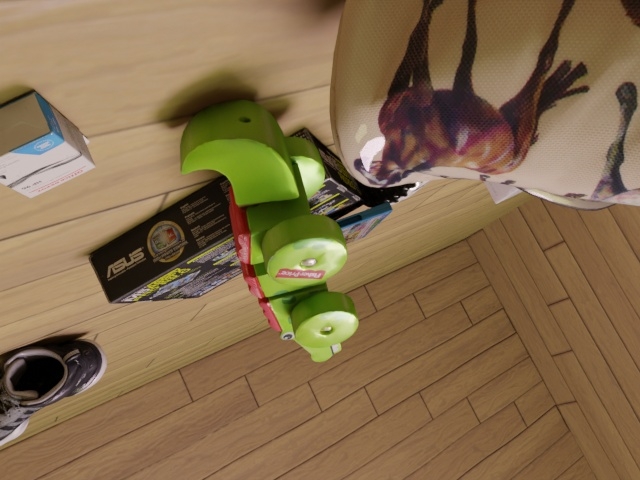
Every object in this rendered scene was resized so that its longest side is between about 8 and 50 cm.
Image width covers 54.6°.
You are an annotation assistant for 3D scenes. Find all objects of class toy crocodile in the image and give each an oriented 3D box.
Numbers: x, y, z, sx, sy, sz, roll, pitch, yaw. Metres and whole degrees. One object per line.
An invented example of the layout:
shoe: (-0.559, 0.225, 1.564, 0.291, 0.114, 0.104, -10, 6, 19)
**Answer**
toy crocodile: (-0.032, 0.015, 0.569, 0.105, 0.115, 0.341, -14, 146, -1)

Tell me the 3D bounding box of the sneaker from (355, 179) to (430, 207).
sneaker: (0.137, -0.111, 0.773, 0.106, 0.078, 0.234, -15, 163, -43)

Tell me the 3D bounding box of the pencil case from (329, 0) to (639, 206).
pencil case: (0.207, -0.082, 0.325, 0.409, 0.184, 0.160, 9, -145, 22)

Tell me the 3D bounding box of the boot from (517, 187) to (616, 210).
boot: (0.392, -0.181, 0.728, 0.377, 0.138, 0.284, 1, 129, -22)

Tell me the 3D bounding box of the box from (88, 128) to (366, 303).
box: (-0.091, -0.016, 0.721, 0.270, 0.060, 0.216, -29, 170, 11)

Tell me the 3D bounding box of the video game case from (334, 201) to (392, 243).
video game case: (0.000, 0.000, 0.792, 0.166, 0.015, 0.119, -20, 169, -19)

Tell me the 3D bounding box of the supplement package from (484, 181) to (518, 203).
supplement package: (0.364, -0.155, 1.077, 0.105, 0.105, 0.179, -22, 169, -25)

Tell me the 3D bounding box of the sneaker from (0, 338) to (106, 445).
sneaker: (-0.463, 0.230, 0.929, 0.268, 0.101, 0.153, -31, 171, -10)

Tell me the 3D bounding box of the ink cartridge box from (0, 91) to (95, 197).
ink cartridge box: (-0.172, -0.053, 0.379, 0.048, 0.028, 0.083, -26, 171, -4)
